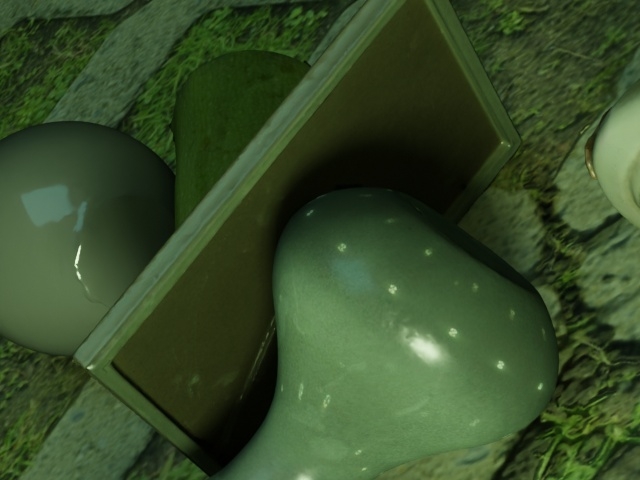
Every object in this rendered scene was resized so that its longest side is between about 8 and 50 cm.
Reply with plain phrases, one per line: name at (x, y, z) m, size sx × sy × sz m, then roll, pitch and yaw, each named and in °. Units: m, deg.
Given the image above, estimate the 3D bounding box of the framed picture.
framed picture at (0.000, 0.000, 1.210) m, size 0.024 × 0.232 × 0.315 m, roll 32°, pitch 79°, yaw 32°

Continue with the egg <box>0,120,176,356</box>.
egg at (-0.194, -0.002, 1.463) m, size 0.232 × 0.176 × 0.176 m, roll 3°, pitch 56°, yaw 53°

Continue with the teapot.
teapot at (0.014, 0.102, 1.137) m, size 0.251 × 0.183 × 0.183 m, roll -55°, pitch 32°, yaw 7°

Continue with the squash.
squash at (-0.040, 0.006, 1.333) m, size 0.137 × 0.137 × 0.287 m, roll -29°, pitch 38°, yaw 23°

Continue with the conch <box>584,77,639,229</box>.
conch at (0.253, -0.070, 1.121) m, size 0.255 × 0.127 × 0.158 m, roll -39°, pitch -5°, yaw -32°
